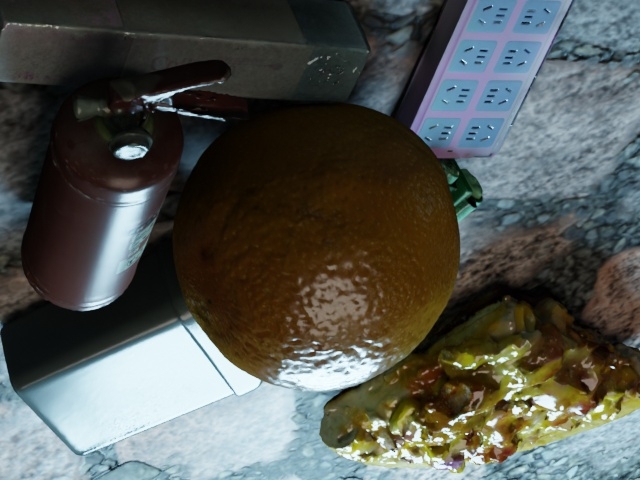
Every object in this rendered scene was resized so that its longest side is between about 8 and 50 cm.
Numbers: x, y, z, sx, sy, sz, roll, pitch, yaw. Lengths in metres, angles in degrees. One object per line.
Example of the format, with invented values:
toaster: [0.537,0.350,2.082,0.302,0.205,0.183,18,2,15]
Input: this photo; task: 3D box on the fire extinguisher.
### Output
fire extinguisher: [-0.153,-0.054,1.453,0.147,0.106,0.337,-5,158,-19]

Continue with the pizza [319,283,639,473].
pizza: [0.199,0.164,1.971,0.409,0.114,0.278,-6,144,-25]

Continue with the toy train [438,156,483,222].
toy train: [0.081,-0.013,1.730,0.178,0.071,0.104,-44,145,26]

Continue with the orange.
orange: [0.000,0.000,1.553,0.264,0.264,0.264,-14,141,-12]

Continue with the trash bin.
trash bin: [-0.166,0.101,1.717,0.236,0.101,0.177,-25,143,5]

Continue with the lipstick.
lipstick: [-0.117,-0.163,1.454,0.317,0.068,0.066,1,138,-28]

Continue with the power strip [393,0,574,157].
power strip: [0.151,-0.176,1.597,0.109,0.037,0.279,-1,137,-25]
